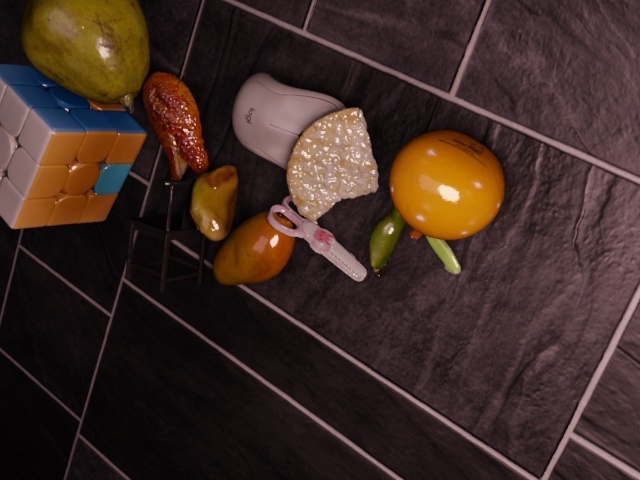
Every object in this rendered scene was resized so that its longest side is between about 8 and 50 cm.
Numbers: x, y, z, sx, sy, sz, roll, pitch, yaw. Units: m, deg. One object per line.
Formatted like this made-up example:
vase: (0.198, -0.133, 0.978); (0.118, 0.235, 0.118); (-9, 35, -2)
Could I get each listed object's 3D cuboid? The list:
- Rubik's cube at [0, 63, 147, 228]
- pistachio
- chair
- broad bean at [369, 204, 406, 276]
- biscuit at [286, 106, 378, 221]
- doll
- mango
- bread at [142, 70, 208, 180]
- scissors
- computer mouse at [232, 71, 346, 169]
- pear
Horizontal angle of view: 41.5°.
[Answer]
Rubik's cube: (-0.657, -0.232, 2.063); (0.290, 0.292, 0.291); (43, 117, 23)
pistachio: (-0.238, -0.082, 1.882); (0.100, 0.110, 0.189); (7, 67, -2)
chair: (-0.349, -0.027, 1.956); (0.141, 0.154, 0.260); (16, 105, 32)
broad bean: (0.137, -0.025, 1.682); (0.070, 0.048, 0.213); (25, 107, 30)
biscuit: (0.031, -0.148, 1.698); (0.188, 0.040, 0.265); (23, 118, -10)
doll: (0.215, -0.076, 1.541); (0.213, 0.213, 0.236); (41, 127, 24)
mango: (-0.150, 0.031, 1.846); (0.253, 0.113, 0.138); (-35, 70, 36)
bread: (-0.339, -0.264, 1.962); (0.139, 0.095, 0.269); (-12, 92, 42)
scissors: (0.000, 0.000, 1.761); (0.242, 0.118, 0.030); (42, 130, 9)
computer mouse: (-0.073, -0.246, 1.766); (0.297, 0.121, 0.184); (33, 111, 29)
pear: (-0.529, -0.464, 1.976); (0.287, 0.287, 0.375); (-28, 93, 33)
